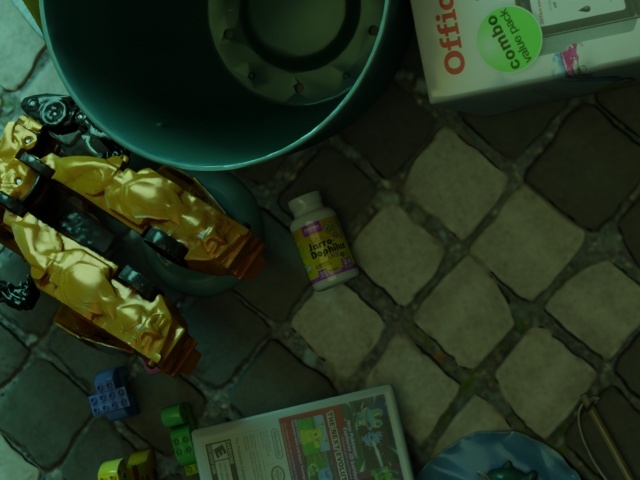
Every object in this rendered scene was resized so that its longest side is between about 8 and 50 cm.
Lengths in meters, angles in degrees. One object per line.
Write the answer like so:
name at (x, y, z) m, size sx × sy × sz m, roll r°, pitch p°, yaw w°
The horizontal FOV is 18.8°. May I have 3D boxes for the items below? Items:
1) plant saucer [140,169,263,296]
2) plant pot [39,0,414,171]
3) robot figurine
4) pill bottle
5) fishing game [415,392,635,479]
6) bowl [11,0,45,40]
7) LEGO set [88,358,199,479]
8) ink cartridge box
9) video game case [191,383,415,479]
plant saucer at (-0.111, -0.008, 1.744) m, size 0.119 × 0.021 × 0.119 m, roll 1°, pitch 92°, yaw 17°
plant pot at (-0.053, -0.203, 1.607) m, size 0.293 × 0.235 × 0.293 m, roll 1°, pitch 92°, yaw 16°
robot figurine at (-0.201, -0.006, 1.705) m, size 0.291 × 0.085 × 0.211 m, roll 31°, pitch 81°, yaw 28°
pill bottle at (0.000, 0.000, 1.698) m, size 0.043 × 0.043 × 0.083 m, roll -24°, pitch 85°, yaw 17°
fishing game at (0.154, 0.259, 1.662) m, size 0.264 × 0.041 × 0.189 m, roll -26°, pitch 82°, yaw 17°
bowl at (-0.258, -0.333, 1.666) m, size 0.156 × 0.289 × 0.289 m, roll -35°, pitch 81°, yaw -5°
LEGO set at (-0.157, 0.182, 1.727) m, size 0.087 × 0.093 × 0.227 m, roll -17°, pitch 87°, yaw 17°
ink cartridge box at (0.218, -0.223, 1.542) m, size 0.270 × 0.197 × 0.198 m, roll -11°, pitch 88°, yaw 17°
video game case at (-0.004, 0.242, 1.673) m, size 0.183 × 0.023 × 0.201 m, roll -14°, pitch 78°, yaw 6°
